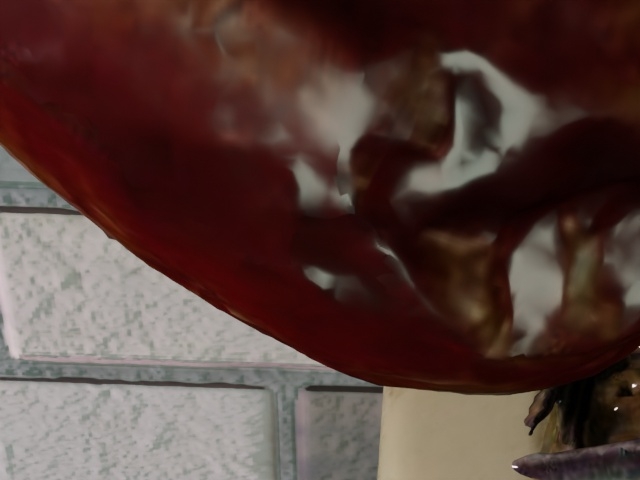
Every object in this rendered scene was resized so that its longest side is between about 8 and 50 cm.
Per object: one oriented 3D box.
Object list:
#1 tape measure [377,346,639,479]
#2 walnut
[{"bbox_3d":[0.155,0.078,0.532,0.271,0.231,0.133,-17,125,17],"label":"tape measure"},{"bbox_3d":[0.016,-0.068,0.460,0.269,0.222,0.244,27,161,1],"label":"walnut"}]
